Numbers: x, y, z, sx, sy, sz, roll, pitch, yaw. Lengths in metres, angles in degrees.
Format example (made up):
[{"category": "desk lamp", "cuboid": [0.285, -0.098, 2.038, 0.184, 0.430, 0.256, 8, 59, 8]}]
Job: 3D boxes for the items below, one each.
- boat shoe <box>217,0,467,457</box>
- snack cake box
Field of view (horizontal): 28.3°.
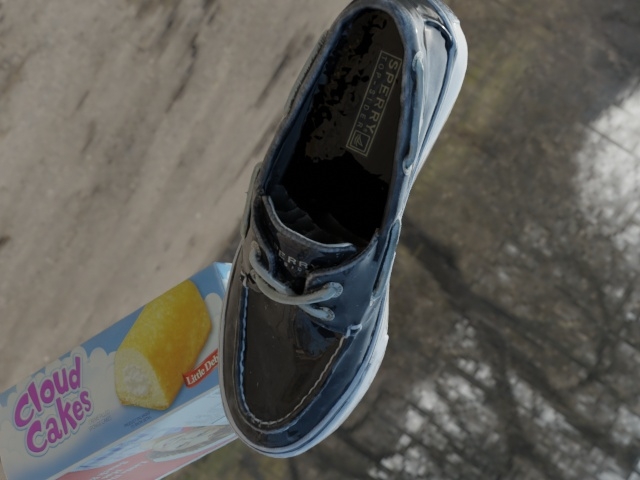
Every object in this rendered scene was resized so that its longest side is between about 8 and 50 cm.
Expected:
[{"category": "boat shoe", "cuboid": [0.000, 0.000, 0.735, 0.301, 0.108, 0.102, -68, 166, 18]}, {"category": "snack cake box", "cuboid": [-0.118, 0.117, 1.016, 0.264, 0.089, 0.152, -31, 159, 28]}]
